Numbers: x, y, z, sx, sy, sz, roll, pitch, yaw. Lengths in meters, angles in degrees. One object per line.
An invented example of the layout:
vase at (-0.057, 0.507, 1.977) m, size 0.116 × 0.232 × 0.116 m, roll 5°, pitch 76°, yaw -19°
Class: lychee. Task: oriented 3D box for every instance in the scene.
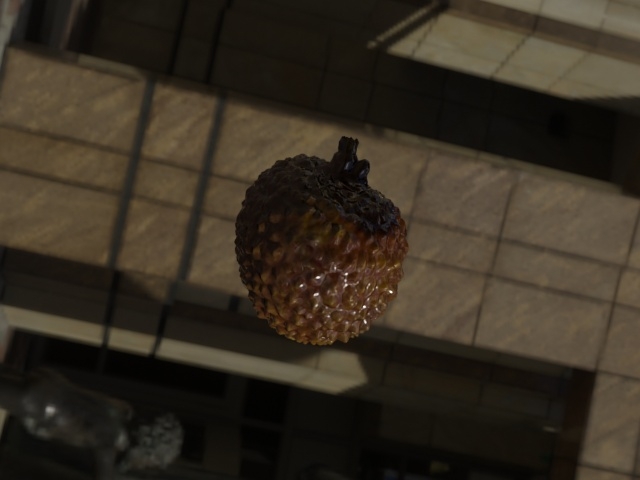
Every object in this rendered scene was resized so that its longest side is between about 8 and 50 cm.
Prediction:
lychee at (0.000, 0.000, 1.187) m, size 0.200 × 0.200 × 0.238 m, roll -99°, pitch -156°, yaw -67°
